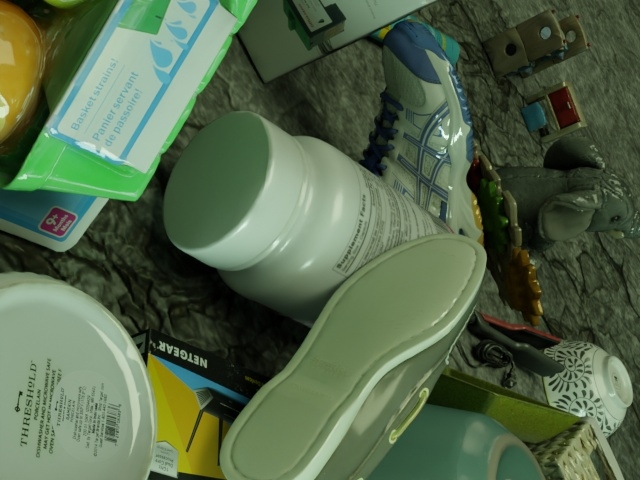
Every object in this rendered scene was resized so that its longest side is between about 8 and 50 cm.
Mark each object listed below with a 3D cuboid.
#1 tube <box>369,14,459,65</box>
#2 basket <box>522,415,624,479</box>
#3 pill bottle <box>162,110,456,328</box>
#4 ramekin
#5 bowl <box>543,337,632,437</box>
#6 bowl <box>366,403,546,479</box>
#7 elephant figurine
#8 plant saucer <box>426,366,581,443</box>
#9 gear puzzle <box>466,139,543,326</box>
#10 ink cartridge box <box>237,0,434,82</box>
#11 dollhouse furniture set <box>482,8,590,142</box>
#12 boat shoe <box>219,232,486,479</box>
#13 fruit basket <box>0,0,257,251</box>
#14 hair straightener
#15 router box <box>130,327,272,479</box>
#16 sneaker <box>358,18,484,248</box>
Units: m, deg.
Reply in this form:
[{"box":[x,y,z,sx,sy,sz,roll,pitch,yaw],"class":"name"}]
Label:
[{"box":[0.107,-0.288,1.376,0.207,0.052,0.080,17,50,-42],"class":"tube"},{"box":[0.236,0.277,1.114,0.103,0.167,0.113,-30,96,-50],"class":"basket"},{"box":[0.000,0.000,0.949,0.283,0.160,0.160,30,48,-42],"class":"pill bottle"},{"box":[-0.202,0.117,0.647,0.207,0.109,0.207,32,47,-41],"class":"ramekin"},{"box":[0.395,0.211,1.445,0.170,0.080,0.170,31,47,-40],"class":"bowl"},{"box":[0.114,0.277,0.901,0.311,0.163,0.311,40,43,-49],"class":"bowl"},{"box":[0.348,-0.058,1.392,0.186,0.239,0.169,1,70,-54],"class":"elephant figurine"},{"box":[0.152,0.168,1.077,0.188,0.188,0.045,22,87,-47],"class":"plant saucer"},{"box":[0.190,-0.010,1.191,0.339,0.044,0.175,-110,-172,-53],"class":"gear puzzle"},{"box":[0.035,-0.268,1.104,0.160,0.219,0.092,-39,105,-54],"class":"ink cartridge box"},{"box":[0.380,-0.268,1.661,0.129,0.129,0.183,-13,82,-56],"class":"dollhouse furniture set"},{"box":[0.040,0.113,0.840,0.305,0.109,0.091,-45,137,-28],"class":"boat shoe"},{"box":[-0.221,-0.172,0.644,0.353,0.327,0.165,25,10,-48],"class":"fruit basket"},{"box":[0.248,0.144,1.308,0.230,0.047,0.089,27,50,-44],"class":"hair straightener"},{"box":[-0.092,0.164,0.827,0.179,0.046,0.133,30,49,-43],"class":"router box"},{"box":[0.092,-0.084,1.087,0.112,0.131,0.296,-125,-161,-64],"class":"sneaker"}]
